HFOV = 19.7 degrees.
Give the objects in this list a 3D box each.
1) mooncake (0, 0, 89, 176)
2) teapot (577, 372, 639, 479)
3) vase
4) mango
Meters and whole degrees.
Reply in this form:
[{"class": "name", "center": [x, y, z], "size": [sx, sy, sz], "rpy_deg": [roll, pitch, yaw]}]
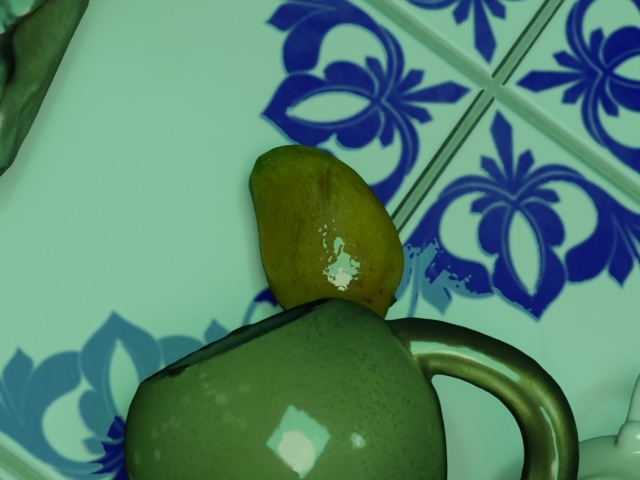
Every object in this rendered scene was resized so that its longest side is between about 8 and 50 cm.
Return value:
[{"class": "mooncake", "center": [-0.319, -0.188, 1.452], "size": [0.254, 0.136, 0.250], "rpy_deg": [27, 74, -5]}, {"class": "teapot", "center": [0.250, 0.246, 1.476], "size": [0.208, 0.166, 0.300], "rpy_deg": [5, 68, 34]}, {"class": "vase", "center": [0.037, 0.192, 1.387], "size": [0.329, 0.241, 0.302], "rpy_deg": [-23, 92, 4]}, {"class": "mango", "center": [0.007, 0.000, 1.505], "size": [0.115, 0.089, 0.165], "rpy_deg": [-10, 79, -2]}]
